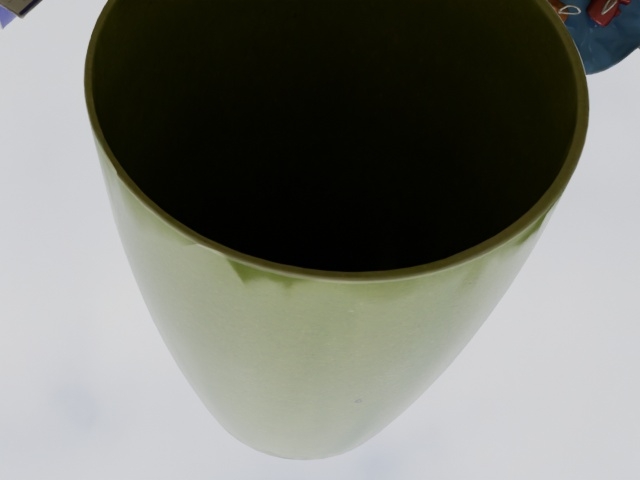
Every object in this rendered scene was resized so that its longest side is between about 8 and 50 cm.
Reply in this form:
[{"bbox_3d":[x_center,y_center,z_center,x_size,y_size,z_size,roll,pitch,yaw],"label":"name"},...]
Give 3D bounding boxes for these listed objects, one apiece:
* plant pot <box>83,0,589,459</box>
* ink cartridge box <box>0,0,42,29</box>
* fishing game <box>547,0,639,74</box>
[{"bbox_3d":[0.000,0.000,1.115,0.274,0.293,0.275,2,-128,-3],"label":"plant pot"},{"bbox_3d":[-0.313,-0.314,1.815,0.176,0.069,0.371,-44,-136,-14],"label":"ink cartridge box"},{"bbox_3d":[0.208,-0.231,1.542,0.264,0.041,0.189,33,-104,-10],"label":"fishing game"}]
